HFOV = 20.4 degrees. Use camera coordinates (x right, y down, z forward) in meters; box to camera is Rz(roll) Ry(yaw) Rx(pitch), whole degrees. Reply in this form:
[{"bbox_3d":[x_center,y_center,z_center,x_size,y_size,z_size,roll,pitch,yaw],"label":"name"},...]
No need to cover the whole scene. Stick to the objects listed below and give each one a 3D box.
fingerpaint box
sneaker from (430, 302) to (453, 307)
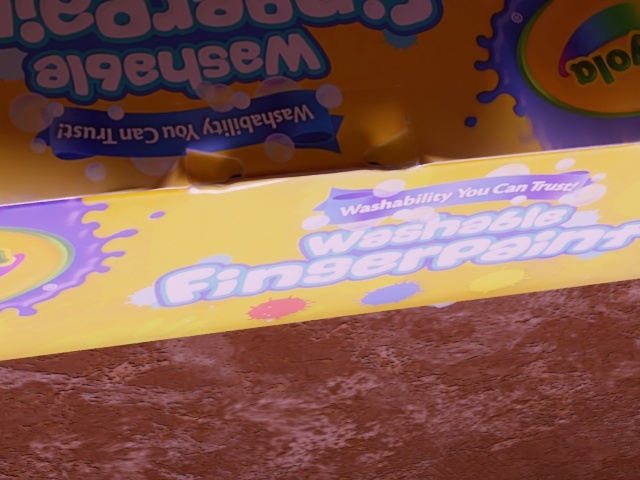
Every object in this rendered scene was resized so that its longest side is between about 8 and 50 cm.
[{"bbox_3d":[-0.064,-0.152,0.806,0.444,0.371,0.163,-7,156,-19],"label":"fingerpaint box"},{"bbox_3d":[0.000,-0.001,1.454,0.151,0.094,0.256,-29,137,22],"label":"sneaker"}]
